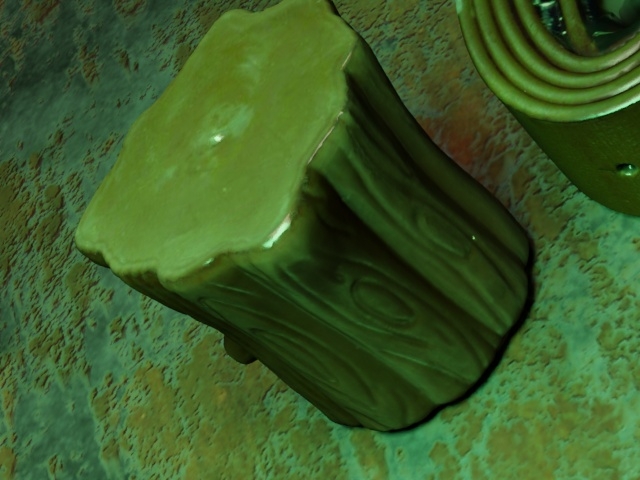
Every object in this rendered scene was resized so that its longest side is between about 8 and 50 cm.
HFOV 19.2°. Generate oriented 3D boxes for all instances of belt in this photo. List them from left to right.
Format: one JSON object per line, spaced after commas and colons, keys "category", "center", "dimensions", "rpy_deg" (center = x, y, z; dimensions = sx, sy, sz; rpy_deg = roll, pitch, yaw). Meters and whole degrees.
{"category": "belt", "center": [0.197, -0.167, 1.221], "dimensions": [0.217, 0.122, 0.338], "rpy_deg": [-31, 40, 20]}

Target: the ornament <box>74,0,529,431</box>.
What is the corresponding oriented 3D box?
{"category": "ornament", "center": [0.000, 0.000, 1.181], "dimensions": [0.221, 0.217, 0.235], "rpy_deg": [-38, 36, 14]}
